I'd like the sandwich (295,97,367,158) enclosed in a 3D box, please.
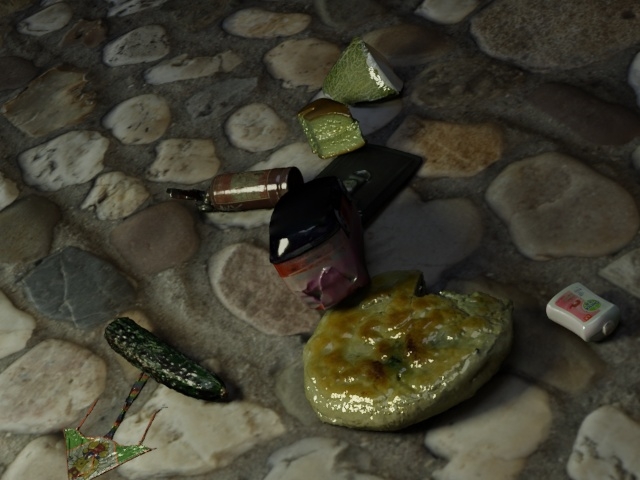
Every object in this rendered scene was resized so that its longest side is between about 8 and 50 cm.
[{"bbox_3d":[0.012,-0.217,2.249,0.088,0.090,0.244,-31,18,-4],"label":"sandwich"}]

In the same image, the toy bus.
[{"bbox_3d":[0.000,0.000,1.887,0.128,0.147,0.302,-27,17,9],"label":"toy bus"}]

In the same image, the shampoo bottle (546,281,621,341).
[{"bbox_3d":[0.381,0.106,1.689,0.072,0.043,0.099,-33,36,-15],"label":"shampoo bottle"}]

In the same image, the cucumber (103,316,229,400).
[{"bbox_3d":[-0.248,0.199,1.897,0.067,0.067,0.294,-40,41,-23],"label":"cucumber"}]

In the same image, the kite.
[{"bbox_3d":[-0.326,0.296,1.861,0.198,0.006,0.244,2,42,31],"label":"kite"}]

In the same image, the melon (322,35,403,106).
[{"bbox_3d":[0.084,-0.349,2.404,0.203,0.139,0.093,5,21,37],"label":"melon"}]

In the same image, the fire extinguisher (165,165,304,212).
[{"bbox_3d":[-0.163,-0.100,2.208,0.252,0.106,0.075,-4,59,24],"label":"fire extinguisher"}]

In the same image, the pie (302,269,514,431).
[{"bbox_3d":[0.121,0.158,1.736,0.338,0.075,0.337,-18,34,12],"label":"pie"}]

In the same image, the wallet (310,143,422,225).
[{"bbox_3d":[0.060,-0.100,2.140,0.169,0.052,0.245,14,46,37],"label":"wallet"}]
